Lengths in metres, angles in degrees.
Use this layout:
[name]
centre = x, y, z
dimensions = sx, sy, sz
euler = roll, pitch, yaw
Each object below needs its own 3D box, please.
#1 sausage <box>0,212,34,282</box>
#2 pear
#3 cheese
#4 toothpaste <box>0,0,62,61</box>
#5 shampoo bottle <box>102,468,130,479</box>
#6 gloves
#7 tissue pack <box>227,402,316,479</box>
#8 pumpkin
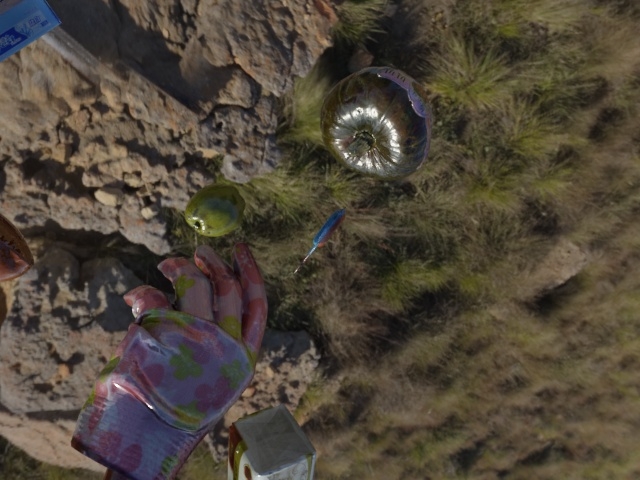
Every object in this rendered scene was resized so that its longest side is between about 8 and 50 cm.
[sausage]
centre = -0.672, -0.022, 0.918
dimensions = 0.133, 0.133, 0.258
euler = -39, 111, 5
[pear]
centre = -0.217, -0.062, 1.002
dimensions = 0.131, 0.107, 0.107
euler = -44, 139, -33
[cheese]
centre = 0.000, 0.000, 1.310
dimensions = 0.037, 0.106, 0.256
euler = 38, 122, 3
[toothpaste]
centre = -0.488, -0.247, 0.654
dimensions = 0.272, 0.066, 0.053
euler = -44, 143, -17
[shampoo bottle]
centre = -0.423, 0.535, 1.015
dimensions = 0.076, 0.314, 0.118
euler = 3, 144, 4
[gloves]
centre = -0.115, 0.094, 0.453
dimensions = 0.145, 0.126, 0.241
euler = 42, 58, -24
[tissue pack]
centre = -0.075, 0.335, 0.694
dimensions = 0.099, 0.106, 0.148
euler = -9, 119, -30
[pumpkin]
centre = 0.114, -0.242, 1.055
dimensions = 0.189, 0.261, 0.260
euler = -53, 144, -40
